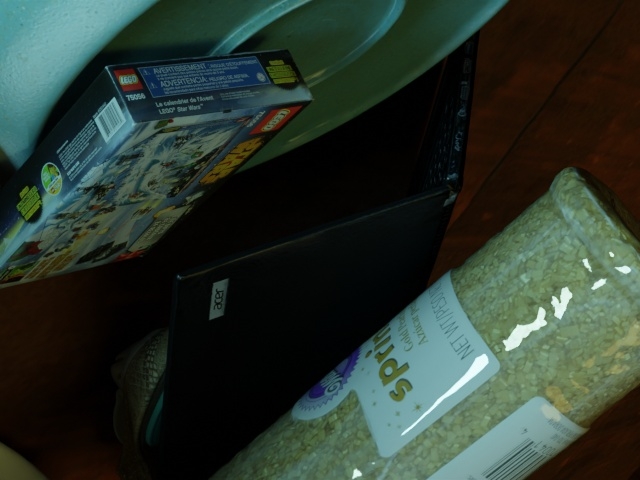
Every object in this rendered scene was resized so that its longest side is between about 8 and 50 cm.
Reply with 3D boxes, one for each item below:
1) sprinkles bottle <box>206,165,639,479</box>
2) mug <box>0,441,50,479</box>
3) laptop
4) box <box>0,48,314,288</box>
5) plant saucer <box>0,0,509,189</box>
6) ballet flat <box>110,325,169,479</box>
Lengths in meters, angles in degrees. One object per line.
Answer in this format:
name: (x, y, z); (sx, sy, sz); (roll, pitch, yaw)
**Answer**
sprinkles bottle: (0.047, 0.114, 0.742); (0.355, 0.121, 0.121); (-41, 157, 15)
mug: (-0.265, 0.276, 0.668); (0.328, 0.276, 0.374); (-38, 125, -3)
laptop: (0.000, 0.000, 0.791); (0.234, 0.137, 0.264); (104, -2, -52)
box: (-0.078, -0.027, 0.534); (0.094, 0.027, 0.137); (-13, 161, -46)
plant saucer: (-0.016, -0.096, 0.557); (0.318, 0.043, 0.317); (-26, 169, -6)
ballet flat: (-0.105, 0.105, 0.827); (0.073, 0.067, 0.206); (-35, 152, -37)
